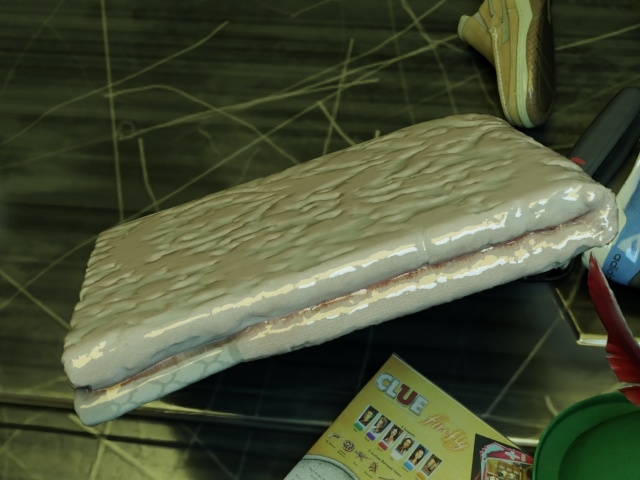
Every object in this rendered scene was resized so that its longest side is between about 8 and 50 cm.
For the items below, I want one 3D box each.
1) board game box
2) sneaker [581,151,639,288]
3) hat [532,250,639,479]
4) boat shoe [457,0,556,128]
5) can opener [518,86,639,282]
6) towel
[{"bbox_3d":[0.090,0.207,0.861,0.243,0.042,0.165,37,73,23],"label":"board game box"},{"bbox_3d":[0.257,-0.026,0.951,0.084,0.058,0.152,28,67,17],"label":"sneaker"},{"bbox_3d":[0.231,0.118,0.767,0.208,0.183,0.173,-7,55,-29],"label":"hat"},{"bbox_3d":[0.143,-0.162,1.040,0.072,0.068,0.190,-7,52,18],"label":"boat shoe"},{"bbox_3d":[0.184,-0.043,0.968,0.073,0.059,0.186,33,72,22],"label":"can opener"},{"bbox_3d":[0.000,0.000,0.856,0.316,0.332,0.053,-19,104,0],"label":"towel"}]
